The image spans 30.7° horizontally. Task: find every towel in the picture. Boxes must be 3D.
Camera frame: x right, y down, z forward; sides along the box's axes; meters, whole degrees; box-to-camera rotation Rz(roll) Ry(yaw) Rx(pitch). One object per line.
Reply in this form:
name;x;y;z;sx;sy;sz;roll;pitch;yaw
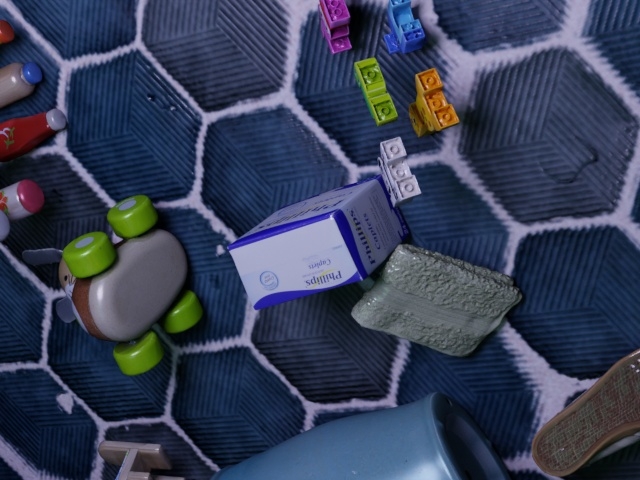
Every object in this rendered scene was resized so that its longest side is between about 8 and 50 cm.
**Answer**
towel;0.116;0.062;1.158;0.148;0.027;0.110;20;121;-23

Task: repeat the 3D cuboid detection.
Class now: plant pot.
plant pot;0.062;0.293;1.194;0.255;0.271;0.271;-33;95;15

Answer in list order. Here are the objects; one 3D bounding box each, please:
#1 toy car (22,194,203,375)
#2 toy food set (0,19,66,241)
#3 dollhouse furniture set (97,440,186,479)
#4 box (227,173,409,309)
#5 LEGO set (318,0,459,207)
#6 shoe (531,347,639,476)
toy car;-0.253;0.050;1.294;0.188;0.149;0.155;-3;121;36
toy food set;-0.341;-0.113;1.264;0.105;0.111;0.232;-20;76;23
dollhouse furniture set;-0.255;0.385;1.388;0.161;0.212;0.242;0;138;22
box;0.000;0.000;1.153;0.126;0.137;0.072;-17;102;28
LEGO set;0.072;-0.138;1.095;0.087;0.093;0.227;-18;74;-6
shoe;0.302;0.157;1.142;0.219;0.058;0.076;-38;73;27
